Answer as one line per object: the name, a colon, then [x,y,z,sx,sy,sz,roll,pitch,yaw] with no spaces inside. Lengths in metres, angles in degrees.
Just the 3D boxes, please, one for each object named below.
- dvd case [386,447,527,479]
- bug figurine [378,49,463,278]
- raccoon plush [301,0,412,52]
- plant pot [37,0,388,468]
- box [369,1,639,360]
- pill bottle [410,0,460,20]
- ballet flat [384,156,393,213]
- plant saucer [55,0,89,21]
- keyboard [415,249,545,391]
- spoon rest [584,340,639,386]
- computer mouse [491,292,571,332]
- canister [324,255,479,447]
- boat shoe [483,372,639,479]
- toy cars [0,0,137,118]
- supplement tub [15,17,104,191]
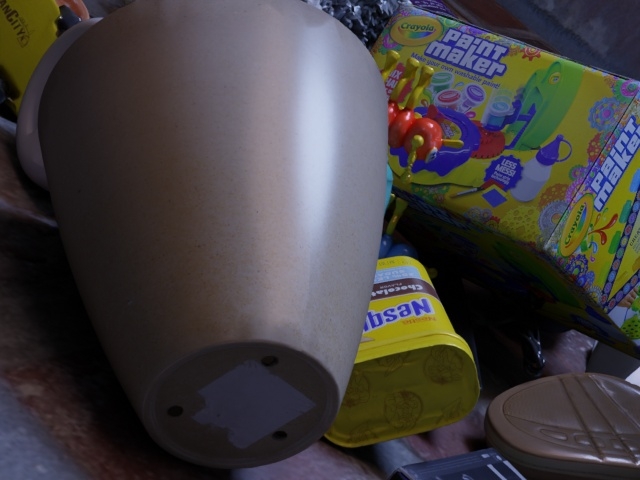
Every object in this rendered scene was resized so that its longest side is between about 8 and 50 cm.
dvd case: [0.172,0.251,1.394,0.239,0.029,0.179,44,18,22]
bug figurine: [0.013,-0.065,1.618,0.216,0.279,0.072,25,59,13]
raccoon plush: [-0.113,-0.203,1.907,0.299,0.446,0.216,-41,110,-35]
plant pot: [-0.062,0.010,1.263,0.256,0.256,0.274,27,35,-30]
box: [0.200,-0.054,1.767,0.290,0.177,0.279,25,-10,40]
pill bottle: [0.084,-0.222,2.229,0.181,0.181,0.323,23,21,-38]
ballet flat: [0.000,0.000,1.560,0.083,0.087,0.247,24,-26,1]
plant saucer: [-0.313,-0.250,1.762,0.200,0.037,0.200,32,17,-11]
keyboard: [0.109,0.076,1.649,0.202,0.033,0.317,8,21,-2]
spoon rest: [0.331,0.140,1.965,0.137,0.084,0.276,45,5,22]
computer mouse: [0.260,0.037,2.015,0.188,0.072,0.272,31,30,13]
canister: [0.044,0.082,1.448,0.170,0.126,0.073,-110,-173,-65]
boat shoe: [0.285,0.198,1.633,0.341,0.110,0.121,6,35,-27]
toy cars: [-0.191,-0.187,1.580,0.394,0.176,0.087,6,23,-42]
supplement tub: [-0.127,-0.079,1.486,0.200,0.144,0.144,24,21,-37]
